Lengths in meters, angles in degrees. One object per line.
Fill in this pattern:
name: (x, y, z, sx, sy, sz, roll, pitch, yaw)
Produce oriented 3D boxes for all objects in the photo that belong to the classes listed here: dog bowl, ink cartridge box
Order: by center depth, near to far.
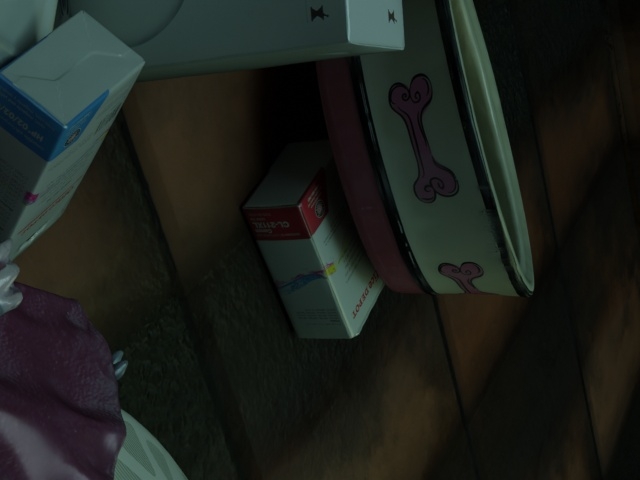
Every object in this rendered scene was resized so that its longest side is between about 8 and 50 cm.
ink cartridge box: (-0.205, -0.064, 0.851, 0.061, 0.181, 0.104, 38, 42, -1)
ink cartridge box: (0.000, 0.000, 1.258, 0.127, 0.072, 0.175, -58, 136, -46)
dog bowl: (0.113, -0.122, 1.292, 0.408, 0.150, 0.408, -13, 90, -76)

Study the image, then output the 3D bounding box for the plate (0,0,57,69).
plate: (-0.208, -0.224, 0.774, 0.278, 0.045, 0.277, 70, 27, -89)

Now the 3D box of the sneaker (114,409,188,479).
sneaker: (-0.054, 0.286, 0.958, 0.448, 0.257, 0.169, 65, 37, -35)

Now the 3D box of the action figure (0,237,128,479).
action figure: (-0.287, 0.057, 0.703, 0.276, 0.248, 0.370, -46, 128, 5)

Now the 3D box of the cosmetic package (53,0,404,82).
cosmetic package: (-0.090, -0.318, 0.902, 0.097, 0.284, 0.377, -10, 96, -61)
